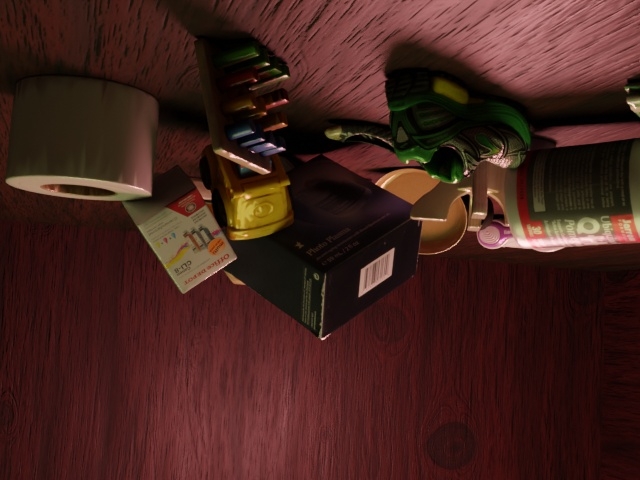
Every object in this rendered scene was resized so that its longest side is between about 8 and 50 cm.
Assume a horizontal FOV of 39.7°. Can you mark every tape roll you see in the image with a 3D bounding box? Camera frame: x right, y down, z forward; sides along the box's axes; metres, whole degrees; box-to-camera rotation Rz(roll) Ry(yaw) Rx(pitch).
[{"bbox_3d":[-0.407,-0.168,1.523,0.246,0.169,0.246,4,174,0],"label":"tape roll"}]

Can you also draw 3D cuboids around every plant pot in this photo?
[{"bbox_3d":[0.230,-0.073,2.072,0.236,0.236,0.032,0,-146,27],"label":"plant pot"}]

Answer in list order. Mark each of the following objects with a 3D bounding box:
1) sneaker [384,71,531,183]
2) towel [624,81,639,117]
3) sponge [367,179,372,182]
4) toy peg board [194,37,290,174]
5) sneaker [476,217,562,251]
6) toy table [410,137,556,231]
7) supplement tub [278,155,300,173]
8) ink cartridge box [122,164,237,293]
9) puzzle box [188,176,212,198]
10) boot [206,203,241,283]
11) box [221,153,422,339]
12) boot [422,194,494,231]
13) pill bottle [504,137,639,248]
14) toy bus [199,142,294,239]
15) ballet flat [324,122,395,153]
[{"bbox_3d":[0.216,-0.155,1.406,0.134,0.147,0.343,-2,173,44],"label":"sneaker"},{"bbox_3d":[0.616,-0.193,1.345,0.247,0.038,0.324,-1,173,31],"label":"towel"},{"bbox_3d":[0.113,-0.083,2.288,0.031,0.117,0.210,5,174,2],"label":"sponge"},{"bbox_3d":[-0.092,-0.192,1.235,0.079,0.161,0.161,-15,168,19],"label":"toy peg board"},{"bbox_3d":[0.628,-0.033,2.657,0.305,0.114,0.152,4,-171,41],"label":"sneaker"},{"bbox_3d":[0.310,-0.111,1.717,0.274,0.161,0.252,2,174,18],"label":"toy table"},{"bbox_3d":[-0.073,-0.121,2.030,0.116,0.117,0.190,2,173,17],"label":"supplement tub"},{"bbox_3d":[-0.261,-0.020,1.647,0.128,0.176,0.127,-34,-144,-9],"label":"ink cartridge box"},{"bbox_3d":[-0.272,-0.117,2.488,0.408,0.052,0.272,7,173,-29],"label":"puzzle box"},{"bbox_3d":[-0.220,0.009,2.393,0.295,0.211,0.104,13,172,-23],"label":"boot"},{"bbox_3d":[0.000,0.000,1.808,0.294,0.183,0.296,31,-134,32],"label":"box"},{"bbox_3d":[0.243,-0.065,2.286,0.347,0.131,0.260,-17,169,42],"label":"boot"},{"bbox_3d":[0.489,-0.080,1.503,0.318,0.177,0.176,-4,171,32],"label":"pill bottle"},{"bbox_3d":[-0.142,-0.145,1.657,0.149,0.220,0.211,-16,148,-13],"label":"toy bus"},{"bbox_3d":[0.090,-0.186,1.633,0.173,0.049,0.057,6,173,-19],"label":"ballet flat"}]
